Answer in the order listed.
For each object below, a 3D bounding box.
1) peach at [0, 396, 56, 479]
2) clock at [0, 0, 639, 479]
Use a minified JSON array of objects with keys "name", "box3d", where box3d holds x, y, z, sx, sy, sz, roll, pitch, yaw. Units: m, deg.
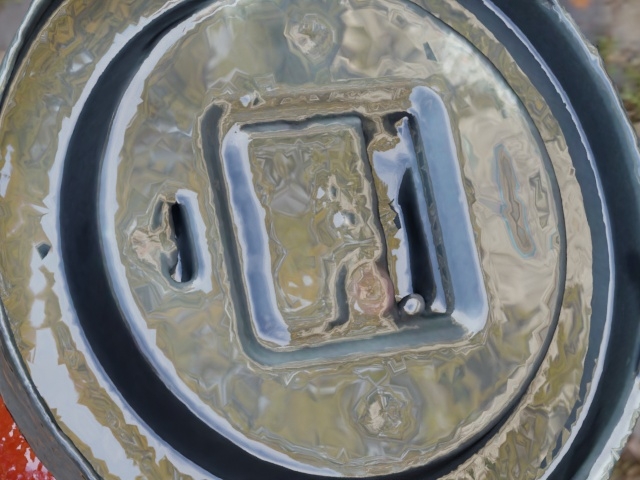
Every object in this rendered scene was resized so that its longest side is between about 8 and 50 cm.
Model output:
[{"name":"peach","box3d":[-0.187,0.157,1.156,0.361,0.201,0.257,50,116,19]},{"name":"clock","box3d":[0.000,0.000,0.699,0.055,0.281,0.280,-29,82,63]}]
